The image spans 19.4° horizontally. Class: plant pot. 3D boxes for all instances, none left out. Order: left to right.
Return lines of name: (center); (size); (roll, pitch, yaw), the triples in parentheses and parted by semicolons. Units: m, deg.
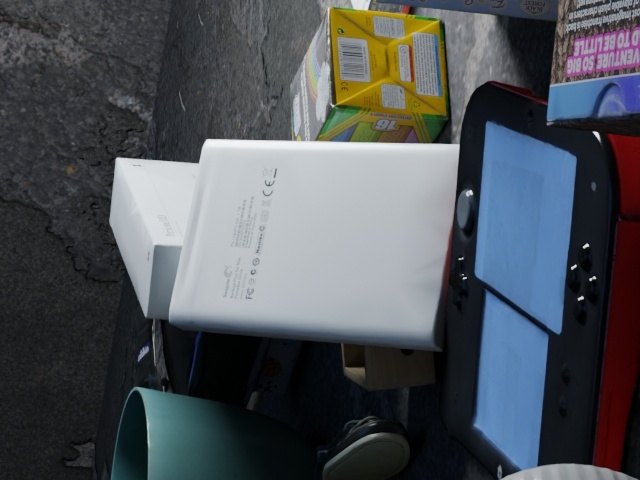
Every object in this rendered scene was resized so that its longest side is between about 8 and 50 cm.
plant pot: (-0.125, 0.335, 2.315); (0.293, 0.235, 0.293); (-174, 90, -75)

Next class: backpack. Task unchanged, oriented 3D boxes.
backpack: (-0.129, 0.073, 2.489); (0.263, 0.213, 0.276); (-116, 40, -50)

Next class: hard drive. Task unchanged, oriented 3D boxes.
hard drive: (0.000, 0.000, 1.885); (0.040, 0.308, 0.203); (30, -113, -57)

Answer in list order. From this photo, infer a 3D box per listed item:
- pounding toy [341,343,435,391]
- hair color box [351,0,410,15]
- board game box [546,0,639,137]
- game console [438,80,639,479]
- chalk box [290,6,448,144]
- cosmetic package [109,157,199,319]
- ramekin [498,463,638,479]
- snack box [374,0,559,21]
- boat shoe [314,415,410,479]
pounding toy: (0.082, 0.075, 1.929); (0.130, 0.100, 0.141); (-161, 66, -76)
hair color box: (0.068, -0.319, 2.179); (0.167, 0.053, 0.093); (-102, 23, -53)
board game box: (0.262, -0.211, 1.194); (0.232, 0.141, 0.291); (-171, 86, -76)
game console: (0.179, 0.050, 1.592); (0.386, 0.060, 0.342); (-137, 55, -73)
chalk box: (0.045, -0.139, 2.047); (0.213, 0.132, 0.132); (119, 152, -60)
cosmetic package: (-0.084, -0.001, 2.184); (0.377, 0.285, 0.097); (-125, 43, -70)
ramekin: (0.169, 0.248, 1.281); (0.109, 0.207, 0.207); (-91, 13, -59)
snack box: (0.111, -0.252, 1.735); (0.207, 0.175, 0.070); (-137, 52, -73)
boat shoe: (0.039, 0.224, 2.021); (0.233, 0.084, 0.079); (122, 150, -66)
